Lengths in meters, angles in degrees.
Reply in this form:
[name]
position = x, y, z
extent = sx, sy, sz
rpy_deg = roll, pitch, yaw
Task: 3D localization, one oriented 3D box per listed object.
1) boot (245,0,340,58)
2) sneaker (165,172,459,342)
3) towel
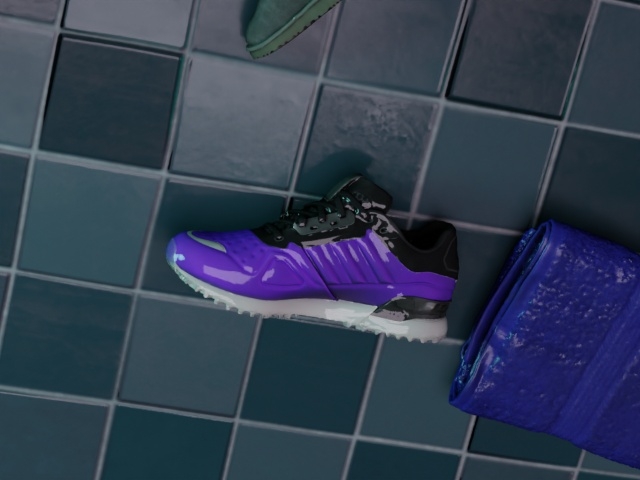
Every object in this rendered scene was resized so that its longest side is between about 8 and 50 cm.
[boot]
position = -0.063, -0.282, 1.532
extent = 0.208, 0.076, 0.189
rpy_deg = 48, 136, -8
[sneaker]
position = 0.000, 0.000, 1.659
extent = 0.293, 0.102, 0.146
rpy_deg = 11, 106, -18
[towel]
position = 0.306, 0.114, 1.764
extent = 0.308, 0.076, 0.228
rpy_deg = 20, 115, -16
